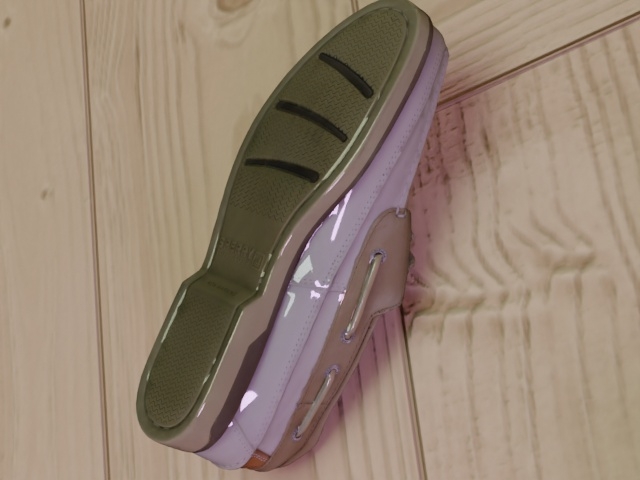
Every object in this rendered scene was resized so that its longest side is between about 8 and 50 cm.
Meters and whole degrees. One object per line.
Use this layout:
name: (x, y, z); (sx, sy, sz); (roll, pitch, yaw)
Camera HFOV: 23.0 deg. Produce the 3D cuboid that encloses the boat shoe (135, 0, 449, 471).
boat shoe: (0.000, 0.000, 0.963); (0.302, 0.103, 0.113); (-60, 36, 4)
